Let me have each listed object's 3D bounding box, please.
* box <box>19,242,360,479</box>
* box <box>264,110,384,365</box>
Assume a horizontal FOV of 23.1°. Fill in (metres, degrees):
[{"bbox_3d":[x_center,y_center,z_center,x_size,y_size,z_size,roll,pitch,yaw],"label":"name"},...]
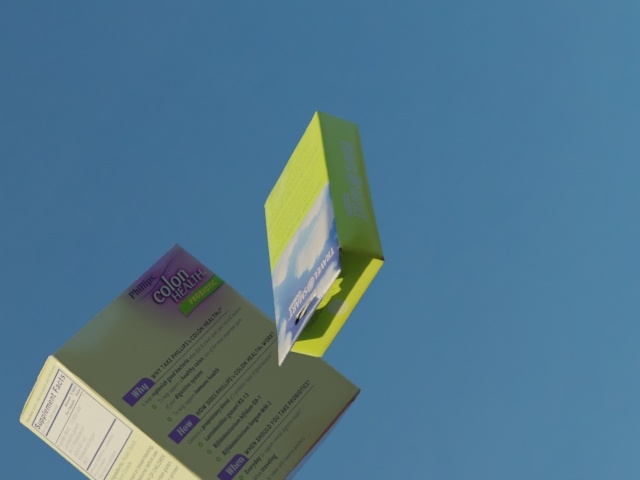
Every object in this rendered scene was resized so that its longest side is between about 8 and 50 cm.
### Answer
[{"bbox_3d":[-0.125,0.161,1.531,0.213,0.243,0.117,-46,-8,-46],"label":"box"},{"bbox_3d":[0.000,0.000,1.165,0.042,0.178,0.109,15,-51,-20],"label":"box"}]
